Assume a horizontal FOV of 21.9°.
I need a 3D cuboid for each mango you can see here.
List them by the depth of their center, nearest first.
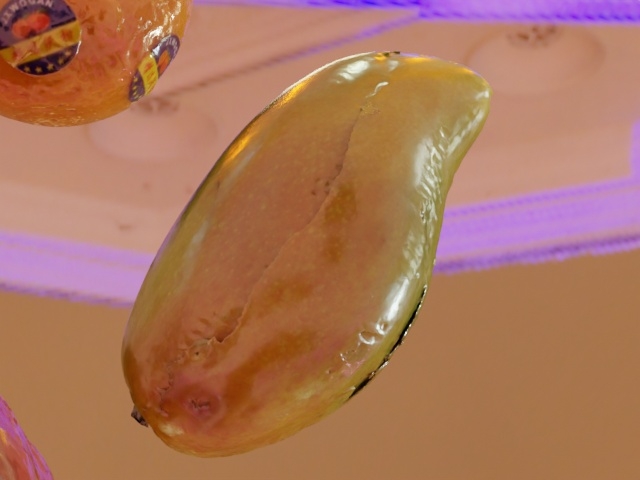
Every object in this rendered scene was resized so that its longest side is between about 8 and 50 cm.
[{"bbox_3d":[0.000,0.000,0.760,0.125,0.111,0.233,33,-108,30],"label":"mango"}]

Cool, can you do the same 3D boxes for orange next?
[{"bbox_3d":[-0.169,-0.157,1.058,0.177,0.155,0.178,0,-108,-1],"label":"orange"}]

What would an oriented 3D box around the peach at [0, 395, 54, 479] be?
[{"bbox_3d":[-0.300,0.146,0.884,0.338,0.281,0.281,46,-113,-16],"label":"peach"}]
